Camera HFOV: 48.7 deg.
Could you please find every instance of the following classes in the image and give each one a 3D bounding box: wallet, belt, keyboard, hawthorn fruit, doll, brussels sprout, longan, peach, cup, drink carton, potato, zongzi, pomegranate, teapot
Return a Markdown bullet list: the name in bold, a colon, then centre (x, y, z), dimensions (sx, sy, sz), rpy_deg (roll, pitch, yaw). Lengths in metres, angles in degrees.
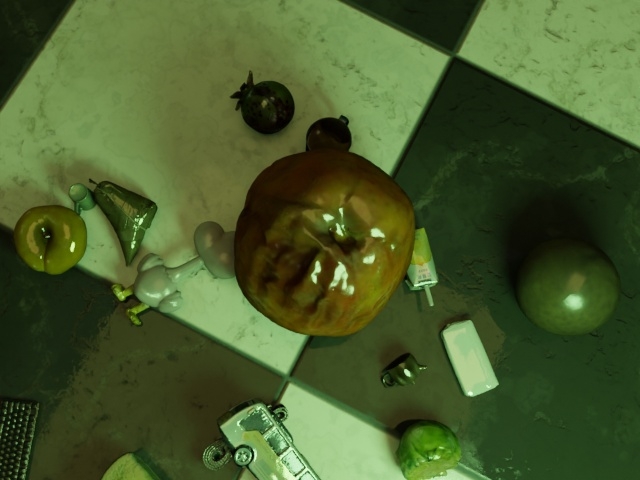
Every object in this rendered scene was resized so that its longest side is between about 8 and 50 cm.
- **wallet**: centre (0.372, 0.294, 1.788), dimensions (0.095, 0.033, 0.190), rpy_deg (-21, 81, -10)
- **belt**: centre (-0.183, 0.463, 1.700), dimensions (0.232, 0.053, 0.071), rpy_deg (-35, 81, -10)
- **keyboard**: centre (-0.732, 0.533, 1.662), dimensions (0.100, 0.018, 0.310), rpy_deg (7, 77, -2)
- **hawthorn fruit**: centre (0.000, 0.000, 1.627), dimensions (0.471, 0.472, 0.472), rpy_deg (1, 77, -4)
- **doll**: centre (-0.333, 0.068, 1.757), dimensions (0.365, 0.094, 0.160), rpy_deg (-30, 78, -10)
- **brussels sprout**: centre (0.253, 0.495, 1.689), dimensions (0.149, 0.151, 0.122), rpy_deg (-25, 48, 16)
- **longan**: centre (0.609, 0.117, 1.745), dimensions (0.257, 0.258, 0.258), rpy_deg (1, 77, -4)
- **peach**: centre (-0.664, -0.003, 1.743), dimensions (0.179, 0.103, 0.179), rpy_deg (0, 88, 2)
- **cup**: centre (-0.607, -0.104, 1.781), dimensions (0.054, 0.083, 0.075), rpy_deg (45, 80, 5)
- **drink carton**: centre (0.255, 0.074, 1.807), dimensions (0.084, 0.074, 0.200), rpy_deg (-11, 79, -6)
- **potato**: centre (-0.404, 0.613, 1.623), dimensions (0.269, 0.112, 0.255), rpy_deg (-16, 75, -10)
- **zongzi**: centre (-0.524, -0.049, 1.767), dimensions (0.188, 0.081, 0.178), rpy_deg (25, 82, -12)
- **pomegranate**: centre (-0.152, -0.358, 1.846), dimensions (0.169, 0.148, 0.149), rpy_deg (33, 77, 11)
- **cup**: centre (0.032, -0.247, 1.830), dimensions (0.150, 0.138, 0.114), rpy_deg (-29, 81, -10)
- **teapot**: centre (0.206, 0.330, 1.750), dimensions (0.121, 0.076, 0.068), rpy_deg (-35, 91, 17)

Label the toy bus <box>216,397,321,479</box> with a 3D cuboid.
- **toy bus**: centre (-0.099, 0.524, 1.637), dimensions (0.138, 0.097, 0.343), rpy_deg (-36, 95, -11)
